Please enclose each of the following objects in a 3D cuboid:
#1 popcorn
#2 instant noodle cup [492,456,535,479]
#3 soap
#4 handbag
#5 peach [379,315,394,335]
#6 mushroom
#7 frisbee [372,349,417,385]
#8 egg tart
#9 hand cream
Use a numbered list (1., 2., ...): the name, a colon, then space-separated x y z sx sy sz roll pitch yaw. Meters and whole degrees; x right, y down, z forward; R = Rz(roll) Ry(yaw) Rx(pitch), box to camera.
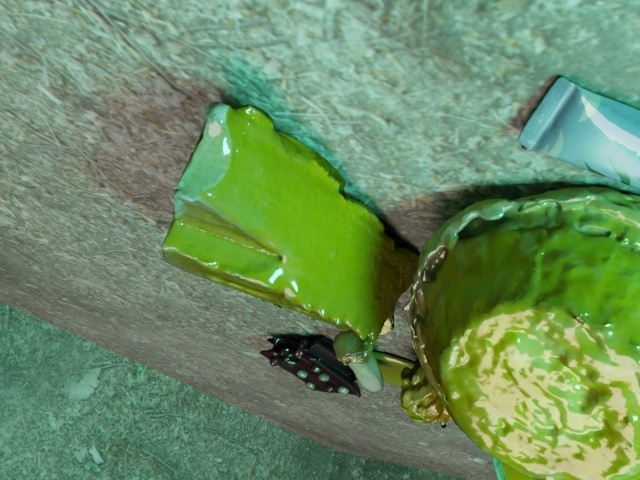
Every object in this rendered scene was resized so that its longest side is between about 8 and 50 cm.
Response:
1. popcorn: 0.234 0.304 1.305 0.167 0.152 0.148 -27 172 28
2. instant noodle cup: 0.448 0.286 0.917 0.326 0.325 0.254 20 147 -4
3. soap: 0.000 0.000 0.743 0.339 0.169 0.304 21 167 -10
4. handbag: -0.015 0.302 1.530 0.216 0.074 0.203 38 153 -32
5. peach: 0.087 0.125 1.106 0.083 0.050 0.077 1 130 15
6. mushroom: 0.093 0.266 1.380 0.084 0.071 0.209 -4 143 21
7. frisbee: 0.162 0.305 1.505 0.236 0.017 0.236 15 157 7
8. egg tart: 0.260 0.130 0.681 0.388 0.169 0.387 14 122 24
9. hand cream: 0.301 -0.064 0.538 0.256 0.055 0.088 23 153 4
